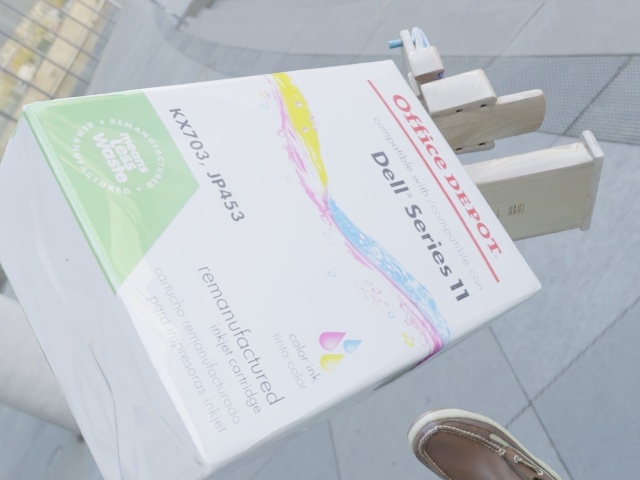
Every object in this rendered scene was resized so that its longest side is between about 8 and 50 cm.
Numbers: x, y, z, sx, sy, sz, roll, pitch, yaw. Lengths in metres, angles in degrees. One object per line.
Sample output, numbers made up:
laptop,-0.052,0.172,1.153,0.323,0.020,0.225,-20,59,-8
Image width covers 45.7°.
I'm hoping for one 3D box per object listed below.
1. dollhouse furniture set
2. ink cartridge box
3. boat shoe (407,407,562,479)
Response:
dollhouse furniture set,0.206,-0.178,0.973,0.198,0.286,0.303,-12,51,1
ink cartridge box,0.000,0.000,0.501,0.353,0.207,0.119,-19,-17,-42
boat shoe,0.221,0.286,0.922,0.095,0.257,0.095,-56,23,11
